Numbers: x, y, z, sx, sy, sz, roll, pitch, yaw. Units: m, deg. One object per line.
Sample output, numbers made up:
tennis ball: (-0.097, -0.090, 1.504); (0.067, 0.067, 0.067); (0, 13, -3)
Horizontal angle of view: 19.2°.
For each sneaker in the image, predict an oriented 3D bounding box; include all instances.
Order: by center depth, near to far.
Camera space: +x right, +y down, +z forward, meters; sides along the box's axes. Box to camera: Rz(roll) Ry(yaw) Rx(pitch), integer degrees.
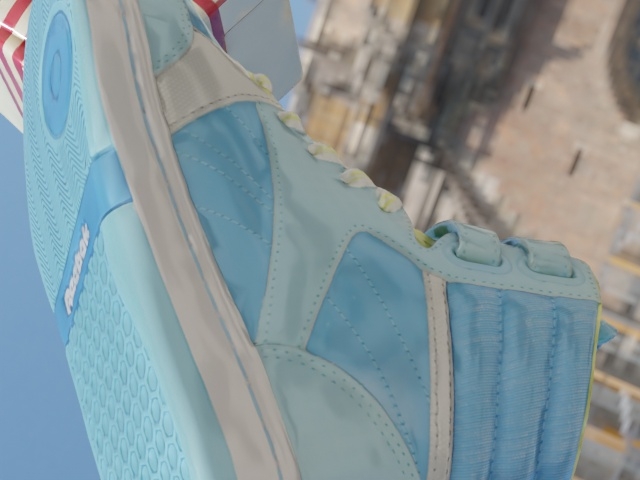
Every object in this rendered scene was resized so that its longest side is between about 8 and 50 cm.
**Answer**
sneaker: (0.000, 0.000, 0.768); (0.208, 0.127, 0.319); (-5, -121, -23)

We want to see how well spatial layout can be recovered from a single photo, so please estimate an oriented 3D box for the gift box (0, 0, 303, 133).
gift box: (-0.194, -0.197, 1.609); (0.276, 0.258, 0.255); (36, -107, 18)
